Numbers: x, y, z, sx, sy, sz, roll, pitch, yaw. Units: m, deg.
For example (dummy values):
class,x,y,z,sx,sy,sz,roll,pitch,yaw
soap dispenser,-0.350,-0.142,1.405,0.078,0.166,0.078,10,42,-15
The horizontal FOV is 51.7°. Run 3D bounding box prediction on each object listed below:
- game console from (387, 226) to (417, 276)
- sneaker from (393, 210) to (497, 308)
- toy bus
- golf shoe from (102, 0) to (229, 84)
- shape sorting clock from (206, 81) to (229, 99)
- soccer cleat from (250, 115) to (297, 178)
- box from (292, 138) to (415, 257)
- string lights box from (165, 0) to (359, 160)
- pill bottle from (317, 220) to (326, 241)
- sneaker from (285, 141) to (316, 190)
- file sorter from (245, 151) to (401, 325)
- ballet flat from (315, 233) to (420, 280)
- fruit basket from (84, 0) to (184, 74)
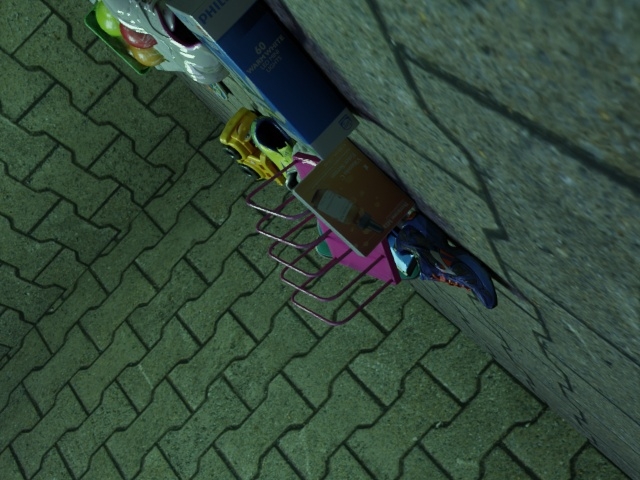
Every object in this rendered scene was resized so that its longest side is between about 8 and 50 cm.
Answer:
class,x,y,z,sx,sy,sz,roll,pitch,yaw
game console,0.189,0.017,1.648,0.122,0.071,0.107,42,179,34
sneaker,0.218,0.048,1.156,0.221,0.087,0.083,43,180,26
toy bus,-0.153,-0.261,1.923,0.211,0.149,0.220,26,166,38
golf shoe,-0.281,-0.415,1.184,0.306,0.115,0.140,37,168,1
shape sorting clock,-0.363,-0.511,2.046,0.206,0.040,0.206,43,179,0
soccer cleat,-0.071,-0.210,1.722,0.289,0.093,0.121,43,177,-5
box,0.056,-0.074,1.155,0.170,0.130,0.091,42,179,-3
string lights box,-0.072,-0.233,0.873,0.259,0.077,0.133,44,180,-35
pill bottle,0.079,-0.035,1.617,0.146,0.146,0.264,43,180,-10
sneaker,-0.046,-0.171,1.565,0.090,0.115,0.232,43,179,-15
file sorter,0.000,0.000,1.359,0.202,0.182,0.291,21,142,47
ballet flat,0.142,0.032,1.848,0.316,0.108,0.106,18,-173,17
fruit basket,-0.516,-0.610,1.896,0.327,0.165,0.353,43,164,-35
